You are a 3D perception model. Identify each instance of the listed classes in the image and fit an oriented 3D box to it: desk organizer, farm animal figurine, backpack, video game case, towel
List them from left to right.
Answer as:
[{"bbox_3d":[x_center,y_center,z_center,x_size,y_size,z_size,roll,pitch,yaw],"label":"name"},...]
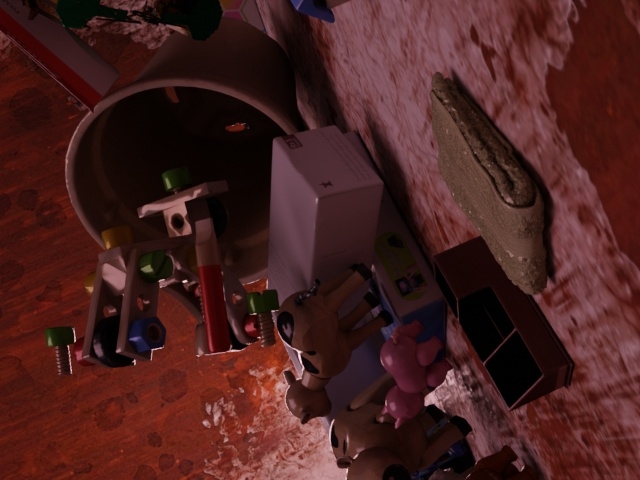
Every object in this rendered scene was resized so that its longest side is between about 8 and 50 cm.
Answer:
[{"bbox_3d":[0.064,0.210,1.055,0.330,0.172,0.327,50,169,11],"label":"farm animal figurine"},{"bbox_3d":[0.077,0.032,1.198,0.269,0.061,0.244,76,170,-64],"label":"video game case"},{"bbox_3d":[0.131,0.340,1.409,0.158,0.173,0.116,-127,14,-73],"label":"backpack"},{"bbox_3d":[0.114,-0.039,0.661,0.110,0.027,0.148,70,174,-49],"label":"towel"},{"bbox_3d":[0.138,0.061,0.733,0.047,0.050,0.130,74,171,-58],"label":"desk organizer"}]

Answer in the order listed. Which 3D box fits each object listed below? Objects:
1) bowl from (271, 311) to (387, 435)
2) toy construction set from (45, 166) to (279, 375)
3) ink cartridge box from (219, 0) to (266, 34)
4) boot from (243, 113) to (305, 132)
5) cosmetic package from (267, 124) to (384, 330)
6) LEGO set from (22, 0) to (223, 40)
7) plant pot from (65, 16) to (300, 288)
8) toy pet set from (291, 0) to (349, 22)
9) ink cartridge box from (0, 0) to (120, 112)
[{"bbox_3d":[0.041,0.186,1.365,0.297,0.134,0.298,62,173,13],"label":"bowl"},{"bbox_3d":[-0.169,0.020,1.109,0.309,0.258,0.237,-18,79,61],"label":"toy construction set"},{"bbox_3d":[-0.169,-0.395,1.535,0.062,0.109,0.209,-120,9,-51],"label":"ink cartridge box"},{"bbox_3d":[-0.086,-0.188,1.686,0.246,0.094,0.207,55,173,35],"label":"boot"},{"bbox_3d":[0.000,0.000,1.067,0.117,0.086,0.231,55,149,40],"label":"cosmetic package"},{"bbox_3d":[-0.255,-0.378,1.148,0.192,0.331,0.254,30,119,27],"label":"LEGO set"},{"bbox_3d":[-0.155,-0.154,1.351,0.305,0.334,0.333,-84,-22,-52],"label":"plant pot"},{"bbox_3d":[-0.010,-0.239,0.818,0.122,0.065,0.114,73,172,-57],"label":"toy pet set"},{"bbox_3d":[-0.319,-0.236,1.115,0.181,0.056,0.225,42,179,-18],"label":"ink cartridge box"}]
